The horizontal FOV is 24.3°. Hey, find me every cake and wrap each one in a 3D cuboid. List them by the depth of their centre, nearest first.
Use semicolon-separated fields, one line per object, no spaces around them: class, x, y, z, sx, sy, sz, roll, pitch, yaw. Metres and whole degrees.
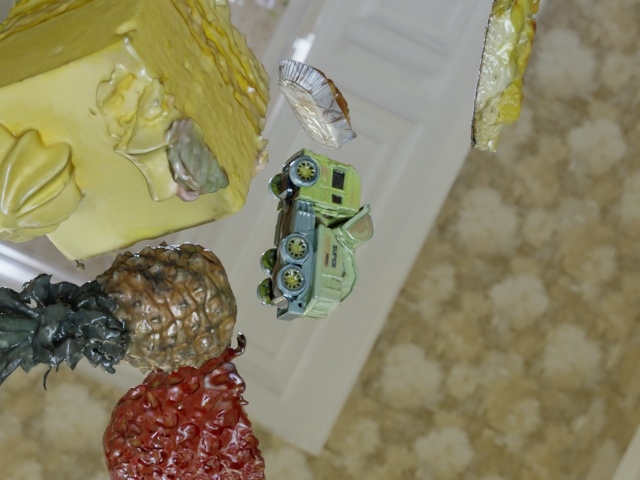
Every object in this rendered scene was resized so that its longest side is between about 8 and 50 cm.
cake;-0.198;-0.114;1.419;0.222;0.227;0.286;55;-153;-35

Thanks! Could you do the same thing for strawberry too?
strawberry;-0.151;0.225;1.649;0.178;0.233;0.234;-13;-166;-10

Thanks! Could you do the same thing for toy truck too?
toy truck;0.000;0.000;1.689;0.116;0.191;0.085;13;161;-20

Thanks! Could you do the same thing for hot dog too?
hot dog;-0.007;-0.203;2.189;0.099;0.053;0.192;14;153;35

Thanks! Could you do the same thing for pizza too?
pizza;0.136;-0.133;1.077;0.036;0.160;0.099;11;-160;8

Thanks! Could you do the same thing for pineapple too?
pineapple;-0.205;0.077;1.369;0.248;0.128;0.128;-11;-155;-29
